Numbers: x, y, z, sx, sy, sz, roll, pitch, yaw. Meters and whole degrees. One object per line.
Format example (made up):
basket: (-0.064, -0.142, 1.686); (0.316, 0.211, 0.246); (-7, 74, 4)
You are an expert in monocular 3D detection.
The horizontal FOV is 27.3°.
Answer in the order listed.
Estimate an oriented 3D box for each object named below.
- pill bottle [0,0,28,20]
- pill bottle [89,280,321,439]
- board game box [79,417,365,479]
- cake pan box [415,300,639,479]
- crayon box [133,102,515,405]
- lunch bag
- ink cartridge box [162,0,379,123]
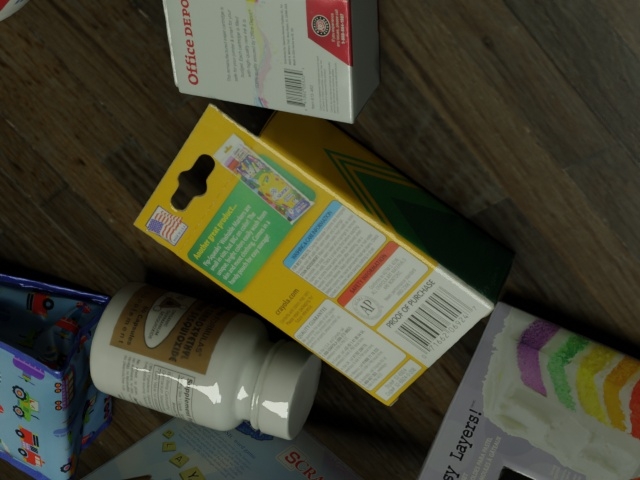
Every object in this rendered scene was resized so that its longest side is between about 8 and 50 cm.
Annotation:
pill bottle: (-0.285, -0.317, 1.075); (0.229, 0.229, 0.408); (45, 134, -13)
pill bottle: (-0.123, 0.135, 1.440); (0.229, 0.131, 0.131); (16, 133, 15)
board game box: (-0.099, 0.325, 1.388); (0.319, 0.318, 0.066); (37, 143, 31)
cake pan box: (0.225, 0.222, 1.241); (0.246, 0.266, 0.070); (24, 159, 11)
crayon box: (0.000, 0.000, 1.295); (0.323, 0.083, 0.203); (35, 135, -4)
lunch bag: (-0.410, 0.146, 1.585); (0.293, 0.138, 0.221); (17, 133, 10)
ink cartridge box: (-0.042, -0.187, 1.166); (0.175, 0.072, 0.127); (12, 132, 18)
